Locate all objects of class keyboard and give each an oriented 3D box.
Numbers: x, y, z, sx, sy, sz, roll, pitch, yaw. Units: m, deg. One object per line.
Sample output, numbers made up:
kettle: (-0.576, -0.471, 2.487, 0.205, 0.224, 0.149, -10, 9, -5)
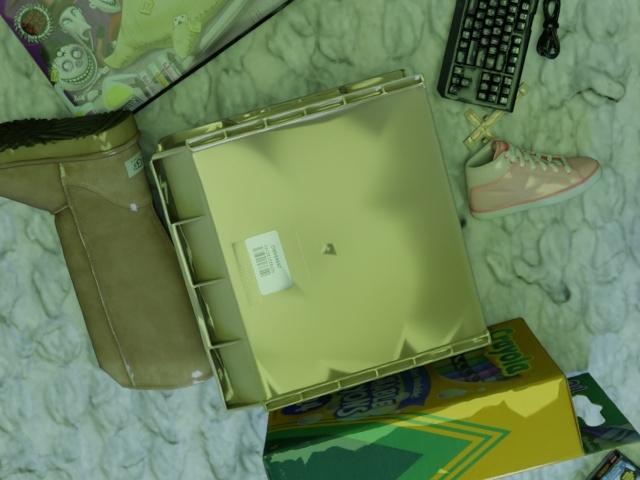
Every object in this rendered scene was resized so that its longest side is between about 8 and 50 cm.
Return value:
keyboard: (0.183, -0.216, 1.055, 0.108, 0.023, 0.180, 12, 97, -2)

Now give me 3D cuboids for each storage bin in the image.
storage bin: (0.000, 0.000, 1.034, 0.260, 0.123, 0.262, -16, 100, -5)

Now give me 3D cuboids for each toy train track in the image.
toy train track: (0.174, -0.122, 1.082, 0.048, 0.014, 0.083, 44, 97, -7)

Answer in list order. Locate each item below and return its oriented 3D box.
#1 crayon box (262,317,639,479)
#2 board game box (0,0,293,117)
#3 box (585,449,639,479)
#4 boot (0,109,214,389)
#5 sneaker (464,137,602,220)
crayon box: (0.113, 0.161, 1.039, 0.323, 0.203, 0.083, -15, 100, 2)
board game box: (-0.136, -0.277, 1.040, 0.347, 0.056, 0.208, -35, 94, 6)
box: (0.301, 0.298, 1.153, 0.094, 0.027, 0.137, 38, 98, -7)
boot: (-0.237, 0.019, 1.067, 0.236, 0.089, 0.269, -1, 117, 29)
sneaker: (0.203, -0.071, 1.068, 0.134, 0.051, 0.070, -17, 116, 7)
